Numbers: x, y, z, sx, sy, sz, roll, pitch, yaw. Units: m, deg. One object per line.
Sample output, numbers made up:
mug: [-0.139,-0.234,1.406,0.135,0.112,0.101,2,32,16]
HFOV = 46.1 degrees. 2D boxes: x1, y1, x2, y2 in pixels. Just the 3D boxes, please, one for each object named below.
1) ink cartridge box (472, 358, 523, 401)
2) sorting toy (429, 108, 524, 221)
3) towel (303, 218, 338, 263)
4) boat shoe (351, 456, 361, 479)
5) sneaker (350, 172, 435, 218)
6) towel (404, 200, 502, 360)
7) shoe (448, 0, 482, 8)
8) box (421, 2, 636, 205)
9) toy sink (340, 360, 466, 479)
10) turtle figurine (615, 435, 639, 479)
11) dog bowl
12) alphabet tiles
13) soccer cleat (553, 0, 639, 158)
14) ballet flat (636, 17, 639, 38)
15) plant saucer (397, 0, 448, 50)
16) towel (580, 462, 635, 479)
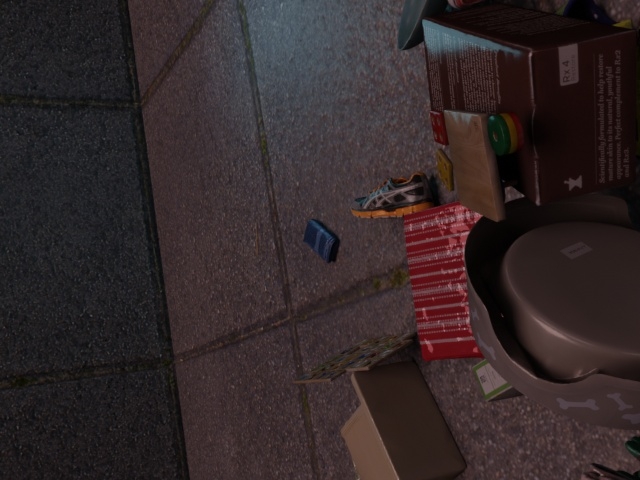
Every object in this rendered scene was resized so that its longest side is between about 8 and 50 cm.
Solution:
ink cartridge box: [0.336,0.172,1.126,0.209,0.109,0.062,-51,51,49]
sorting toy: [0.207,-0.104,0.960,0.274,0.046,0.132,-130,26,-75]
towel: [0.000,0.000,1.768,0.119,0.029,0.067,43,128,51]
boat shoe: [0.118,0.516,1.550,0.109,0.094,0.302,-59,44,44]
sneaker: [0.141,-0.083,1.471,0.215,0.084,0.083,-3,91,49]
towel: [0.242,0.071,1.306,0.199,0.031,0.274,-13,81,42]
shoe: [0.280,-0.399,1.125,0.081,0.178,0.063,47,168,44]
box: [0.268,-0.207,1.030,0.381,0.143,0.191,-113,12,-65]
toy sink: [0.141,0.371,1.441,0.234,0.153,0.131,65,144,32]
turtle figurine: [0.412,0.390,1.017,0.175,0.118,0.234,-64,-21,-59]
dog bowl: [0.339,0.077,0.902,0.348,0.349,0.102,51,147,45]
alphabet tiles: [0.075,0.234,1.501,0.237,0.198,0.009,-22,93,59]
soccer cleat: [0.393,-0.223,0.998,0.121,0.094,0.289,109,145,-45]
ballet flat: [0.444,-0.204,0.897,0.084,0.058,0.249,73,-175,-54]
plant saucer: [0.197,-0.467,1.248,0.317,0.044,0.317,-164,90,-85]
towel: [0.437,0.460,0.889,0.332,0.053,0.316,17,109,26]
